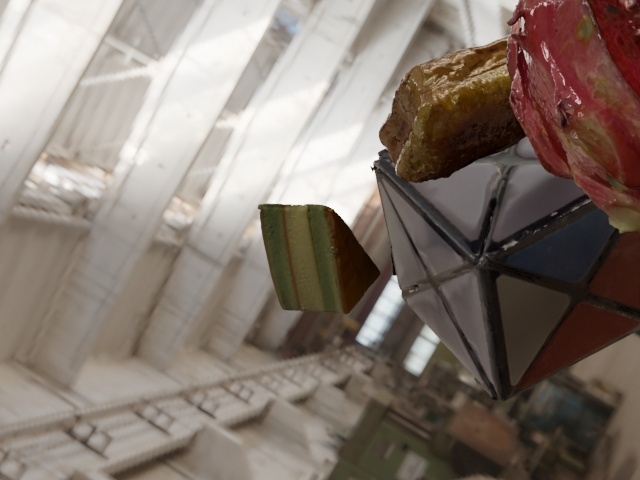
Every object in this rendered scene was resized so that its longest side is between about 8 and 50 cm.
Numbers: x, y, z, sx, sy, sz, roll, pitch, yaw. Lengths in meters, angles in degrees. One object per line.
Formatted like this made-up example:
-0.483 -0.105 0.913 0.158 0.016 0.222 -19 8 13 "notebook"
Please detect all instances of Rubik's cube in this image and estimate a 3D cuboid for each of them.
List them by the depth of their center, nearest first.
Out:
0.287 -0.006 1.766 0.305 0.310 0.307 -27 -46 -14 "Rubik's cube"

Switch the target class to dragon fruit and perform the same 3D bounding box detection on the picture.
0.322 -0.166 1.157 0.249 0.370 0.386 -39 45 54 "dragon fruit"

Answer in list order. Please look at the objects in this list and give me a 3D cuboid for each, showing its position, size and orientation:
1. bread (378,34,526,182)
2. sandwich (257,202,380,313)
0.260 -0.180 1.537 0.380 0.109 0.185 -20 -28 -21 "bread"
0.000 0.000 1.727 0.144 0.117 0.187 -56 -38 -53 "sandwich"
